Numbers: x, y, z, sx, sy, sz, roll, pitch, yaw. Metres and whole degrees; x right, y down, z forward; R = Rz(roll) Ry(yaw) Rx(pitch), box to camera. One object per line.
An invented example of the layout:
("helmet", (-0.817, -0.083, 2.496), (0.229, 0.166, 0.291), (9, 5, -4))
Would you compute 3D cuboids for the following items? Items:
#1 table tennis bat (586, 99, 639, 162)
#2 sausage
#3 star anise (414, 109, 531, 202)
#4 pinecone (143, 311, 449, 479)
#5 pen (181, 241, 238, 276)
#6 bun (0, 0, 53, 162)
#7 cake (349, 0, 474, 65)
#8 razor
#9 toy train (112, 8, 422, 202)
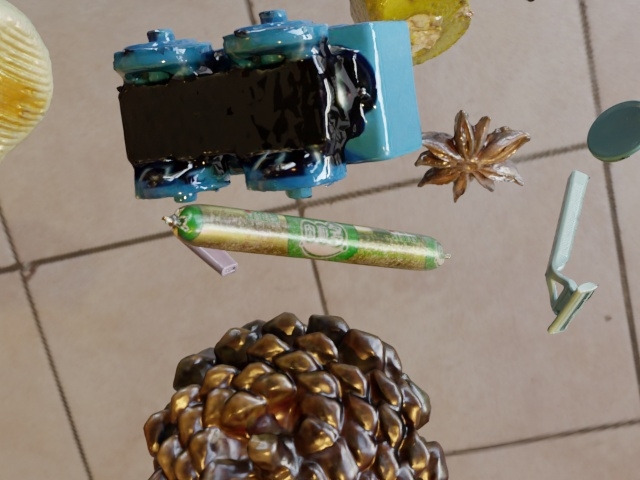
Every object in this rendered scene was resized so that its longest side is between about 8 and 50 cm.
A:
("table tennis bat", (0.558, -0.206, 1.587), (0.201, 0.124, 0.033), (-24, 136, 34))
("sausage", (0.000, 0.000, 0.707), (0.269, 0.033, 0.032), (7, 111, -35))
("star anise", (0.228, -0.136, 1.400), (0.195, 0.065, 0.182), (-14, 139, 24))
("pinecone", (-0.026, 0.303, 1.214), (0.398, 0.398, 0.397), (1, 107, 4))
("pen", (-0.241, 0.006, 1.819), (0.197, 0.053, 0.032), (40, 134, 32))
("bun", (-0.487, -0.216, 1.222), (0.153, 0.244, 0.243), (17, 110, 30))
("cake", (0.149, -0.400, 1.523), (0.179, 0.260, 0.156), (-24, 78, -3))
("razor", (0.371, -0.001, 1.367), (0.056, 0.277, 0.111), (16, 141, 0))
("toy train", (-0.064, -0.144, 0.983), (0.300, 0.265, 0.188), (-2, 102, 30))
